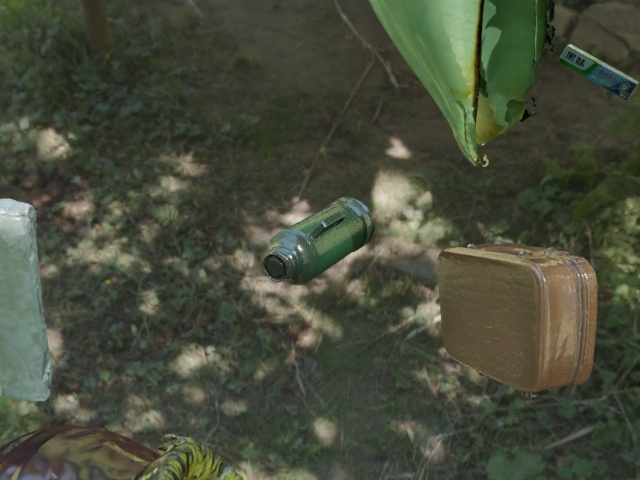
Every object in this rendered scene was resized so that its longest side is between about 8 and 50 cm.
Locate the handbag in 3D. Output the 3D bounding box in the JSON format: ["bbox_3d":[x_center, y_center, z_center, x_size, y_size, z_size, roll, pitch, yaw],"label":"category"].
[{"bbox_3d":[0.199,0.078,0.776,0.072,0.151,0.193,-5,5,-23],"label":"handbag"}]

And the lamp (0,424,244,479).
[{"bbox_3d":[-0.148,0.236,0.496,0.247,0.247,0.247,1,42,-1],"label":"lamp"}]

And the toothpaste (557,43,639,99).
[{"bbox_3d":[0.291,-0.177,0.782,0.083,0.020,0.017,35,33,15],"label":"toothpaste"}]

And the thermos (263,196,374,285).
[{"bbox_3d":[-0.001,0.004,0.919,0.083,0.073,0.188,-8,14,33],"label":"thermos"}]

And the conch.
[{"bbox_3d":[0.143,-0.211,0.696,0.143,0.137,0.250,-44,101,-19],"label":"conch"}]

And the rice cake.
[{"bbox_3d":[-0.279,0.050,0.593,0.124,0.211,0.038,4,39,-17],"label":"rice cake"}]
